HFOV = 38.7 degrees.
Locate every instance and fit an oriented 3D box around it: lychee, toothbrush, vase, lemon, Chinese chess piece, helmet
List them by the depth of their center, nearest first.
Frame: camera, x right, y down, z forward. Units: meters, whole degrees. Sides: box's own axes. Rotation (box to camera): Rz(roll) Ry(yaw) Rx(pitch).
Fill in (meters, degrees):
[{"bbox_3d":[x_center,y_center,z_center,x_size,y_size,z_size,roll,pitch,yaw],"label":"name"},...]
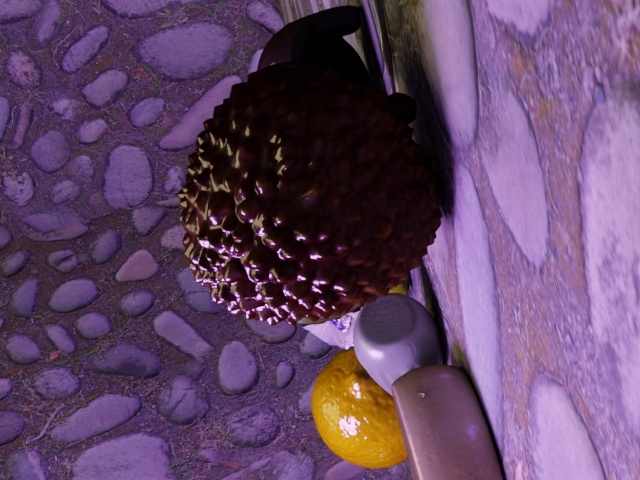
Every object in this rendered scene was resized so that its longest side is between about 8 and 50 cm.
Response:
[{"bbox_3d":[-0.010,-0.054,1.038,0.306,0.330,0.306,44,174,5],"label":"lychee"},{"bbox_3d":[0.082,-0.242,1.143,0.019,0.013,0.193,-90,-12,-59],"label":"toothbrush"},{"bbox_3d":[0.174,0.301,1.233,0.273,0.102,0.273,-15,-90,-90],"label":"Chinese chess piece"},{"bbox_3d":[0.003,-0.235,1.351,0.216,0.193,0.189,-6,-101,-62],"label":"helmet"},{"bbox_3d":[0.132,0.185,1.406,0.248,0.128,0.128,63,-171,-50],"label":"vase"},{"bbox_3d":[0.096,0.297,1.647,0.253,0.229,0.228,90,165,-74],"label":"lemon"}]

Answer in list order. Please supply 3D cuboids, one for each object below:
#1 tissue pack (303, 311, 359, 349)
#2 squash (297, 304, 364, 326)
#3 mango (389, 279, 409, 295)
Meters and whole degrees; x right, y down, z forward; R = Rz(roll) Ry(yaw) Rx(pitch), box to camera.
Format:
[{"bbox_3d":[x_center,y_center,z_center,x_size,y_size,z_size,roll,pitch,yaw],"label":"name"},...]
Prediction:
[{"bbox_3d":[0.019,0.052,1.694,0.209,0.137,0.269,37,-154,-16],"label":"tissue pack"},{"bbox_3d":[-0.009,-0.029,1.391,0.309,0.310,0.310,117,138,-81],"label":"squash"},{"bbox_3d":[0.108,0.028,1.596,0.091,0.074,0.165,75,180,-75],"label":"mango"}]
